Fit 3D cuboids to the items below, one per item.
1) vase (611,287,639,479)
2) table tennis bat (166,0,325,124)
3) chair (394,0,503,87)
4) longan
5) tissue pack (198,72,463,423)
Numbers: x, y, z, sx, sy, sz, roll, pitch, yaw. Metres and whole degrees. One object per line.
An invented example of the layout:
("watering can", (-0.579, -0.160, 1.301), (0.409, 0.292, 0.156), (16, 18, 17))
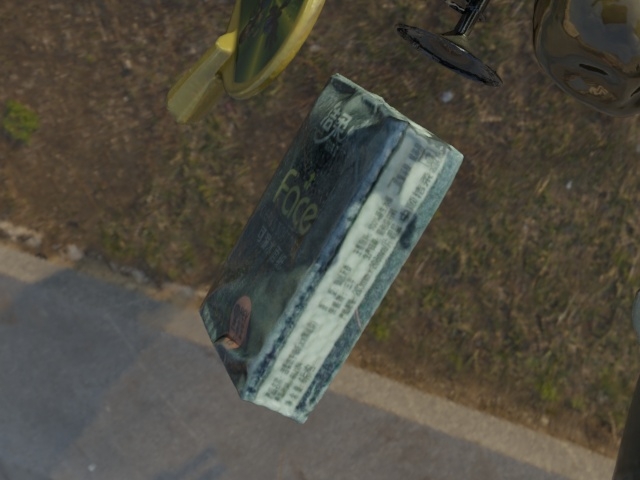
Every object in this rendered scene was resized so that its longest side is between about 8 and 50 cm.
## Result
("vase", (0.365, 0.186, 0.927), (0.245, 0.291, 0.245), (21, 143, 16))
("table tennis bat", (-0.075, -0.217, 1.101), (0.050, 0.198, 0.321), (22, 144, -28))
("chair", (0.326, -0.499, 1.840), (0.226, 0.226, 0.401), (31, 94, 12))
("longan", (0.440, -0.328, 1.472), (0.288, 0.350, 0.288), (-2, 81, 12))
("tissue pack", (0.000, 0.000, 1.067), (0.103, 0.228, 0.315), (26, 100, -26))
